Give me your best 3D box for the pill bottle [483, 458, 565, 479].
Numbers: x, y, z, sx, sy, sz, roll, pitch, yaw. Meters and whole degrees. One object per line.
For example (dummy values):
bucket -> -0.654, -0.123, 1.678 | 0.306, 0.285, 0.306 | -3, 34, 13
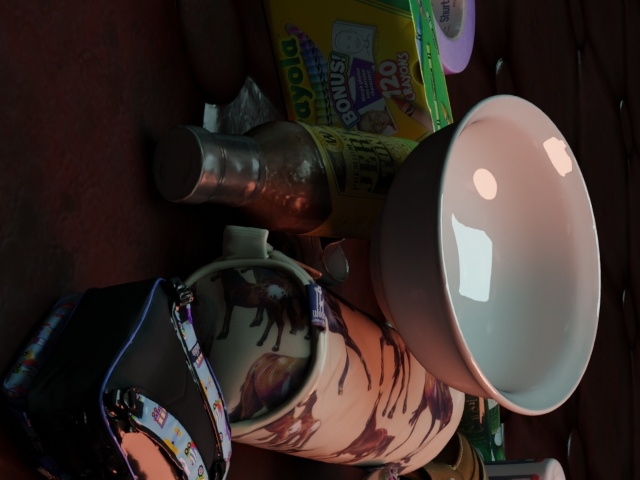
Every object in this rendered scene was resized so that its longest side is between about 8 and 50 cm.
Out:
pill bottle -> 0.215, 0.333, 1.787 | 0.108, 0.180, 0.108 | -6, 90, -67

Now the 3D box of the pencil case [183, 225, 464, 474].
pencil case -> 0.009, 0.124, 1.378 | 0.410, 0.160, 0.183 | 31, 75, -62

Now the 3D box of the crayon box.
crayon box -> 0.046, -0.178, 1.542 | 0.081, 0.165, 0.278 | -40, 120, -63

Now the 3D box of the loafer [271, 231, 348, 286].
loafer -> 0.000, 0.000, 1.518 | 0.170, 0.061, 0.062 | 49, 41, -54

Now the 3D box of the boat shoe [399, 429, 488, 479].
boat shoe -> 0.121, 0.300, 1.665 | 0.104, 0.110, 0.307 | 59, 24, -17

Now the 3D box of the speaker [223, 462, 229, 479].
speaker -> -0.119, 0.235, 1.182 | 0.136, 0.055, 0.055 | -72, 147, -44

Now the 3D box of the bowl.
bowl -> 0.139, 0.019, 1.332 | 0.298, 0.134, 0.298 | 14, 72, -51

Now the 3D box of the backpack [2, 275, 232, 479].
backpack -> -0.142, 0.135, 1.072 | 0.158, 0.117, 0.173 | -69, 144, -49

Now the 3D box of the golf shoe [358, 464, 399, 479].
golf shoe -> 0.048, 0.283, 1.460 | 0.186, 0.086, 0.067 | 91, -15, -68

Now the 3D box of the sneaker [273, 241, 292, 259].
sneaker -> -0.026, 0.039, 1.479 | 0.031, 0.035, 0.083 | -52, 132, -60

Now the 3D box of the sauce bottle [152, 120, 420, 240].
sauce bottle -> -0.009, -0.057, 1.358 | 0.344, 0.111, 0.111 | 2, 81, -48

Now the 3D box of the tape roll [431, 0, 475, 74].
tape roll -> 0.123, -0.352, 1.873 | 0.275, 0.090, 0.275 | -6, 90, -68

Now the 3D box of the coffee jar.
coffee jar -> 0.200, 0.266, 1.880 | 0.079, 0.096, 0.184 | -30, 112, -67
